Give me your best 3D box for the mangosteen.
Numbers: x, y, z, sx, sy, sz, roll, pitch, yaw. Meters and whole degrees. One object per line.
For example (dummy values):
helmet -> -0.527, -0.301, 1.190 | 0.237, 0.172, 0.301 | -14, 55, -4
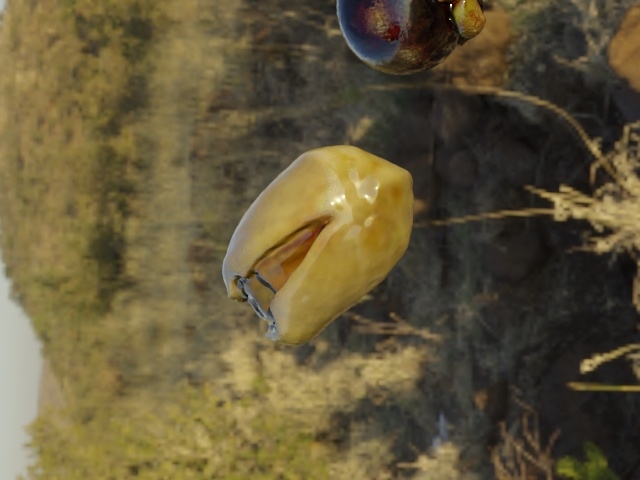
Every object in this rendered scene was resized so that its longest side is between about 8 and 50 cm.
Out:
mangosteen -> 0.143, -0.330, 1.540 | 0.211, 0.250, 0.211 | -3, -90, -69

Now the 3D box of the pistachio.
pistachio -> 0.000, 0.000, 1.309 | 0.166, 0.197, 0.288 | 53, 136, 9
